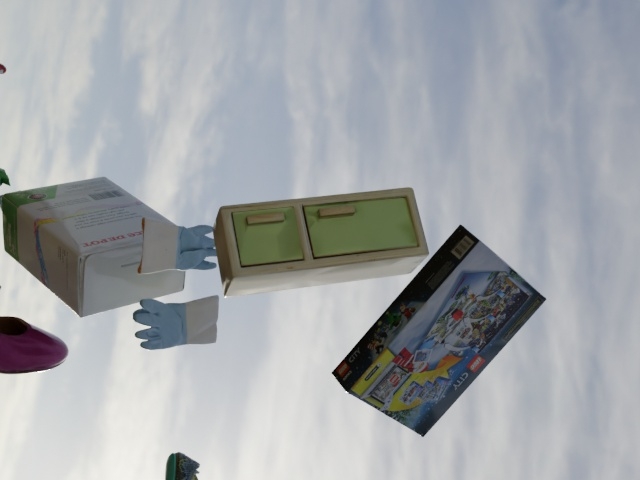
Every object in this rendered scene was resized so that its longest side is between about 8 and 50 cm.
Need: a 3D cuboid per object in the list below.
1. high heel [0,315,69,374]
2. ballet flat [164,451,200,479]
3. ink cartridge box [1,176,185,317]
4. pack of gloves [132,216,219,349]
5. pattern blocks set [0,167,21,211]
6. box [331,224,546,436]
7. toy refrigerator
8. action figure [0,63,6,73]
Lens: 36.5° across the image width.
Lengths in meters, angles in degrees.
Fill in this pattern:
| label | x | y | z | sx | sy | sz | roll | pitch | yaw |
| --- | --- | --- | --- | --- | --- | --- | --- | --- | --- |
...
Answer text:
| label | x | y | z | sx | sy | sz | roll | pitch | yaw |
| --- | --- | --- | --- | --- | --- | --- | --- | --- | --- |
| high heel | -0.482 | 0.081 | 1.347 | 0.127 | 0.377 | 0.181 | 17 | -91 | 34 |
| ballet flat | -0.230 | 0.437 | 1.597 | 0.070 | 0.070 | 0.188 | 124 | -21 | -45 |
| ink cartridge box | -0.382 | 0.003 | 1.632 | 0.278 | 0.201 | 0.117 | 31 | -57 | 41 |
| pack of gloves | -0.231 | 0.068 | 1.501 | 0.046 | 0.232 | 0.195 | 2 | -91 | 24 |
| pattern blocks set | -0.721 | -0.064 | 1.780 | 0.285 | 0.325 | 0.026 | 35 | -43 | 43 |
| box | 0.144 | 0.113 | 1.162 | 0.233 | 0.159 | 0.044 | -49 | -140 | 5 |
| toy refrigerator | 0.000 | 0.000 | 1.302 | 0.094 | 0.270 | 0.102 | 122 | -41 | -66 |
| action figure | -0.374 | -0.216 | 1.061 | 0.115 | 0.030 | 0.038 | 71 | 34 | -67 |
